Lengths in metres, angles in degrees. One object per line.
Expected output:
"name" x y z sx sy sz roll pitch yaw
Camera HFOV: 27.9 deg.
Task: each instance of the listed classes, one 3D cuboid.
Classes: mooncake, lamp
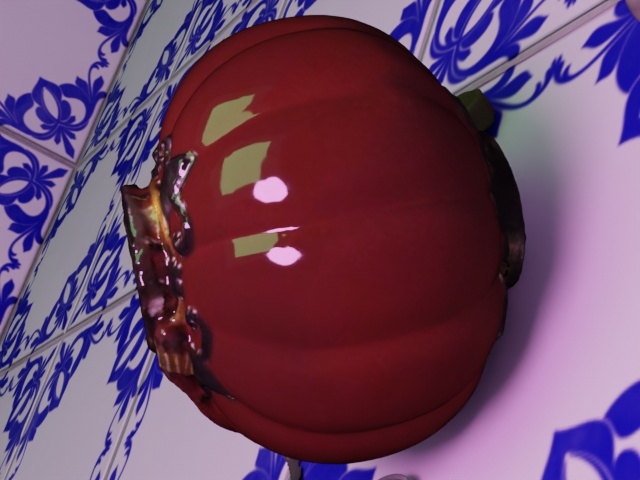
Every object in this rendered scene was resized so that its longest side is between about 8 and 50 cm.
"mooncake" 0.038 0.034 1.039 0.347 0.057 0.150 -59 8 17
"lamp" 0.000 0.000 0.871 0.303 0.257 0.303 170 90 -80

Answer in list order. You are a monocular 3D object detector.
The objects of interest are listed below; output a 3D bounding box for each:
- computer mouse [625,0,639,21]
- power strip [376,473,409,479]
"computer mouse" 0.236 -0.179 0.860 0.066 0.039 0.096 -44 19 40
"power strip" 0.044 0.187 0.878 0.083 0.035 0.055 -7 57 50
